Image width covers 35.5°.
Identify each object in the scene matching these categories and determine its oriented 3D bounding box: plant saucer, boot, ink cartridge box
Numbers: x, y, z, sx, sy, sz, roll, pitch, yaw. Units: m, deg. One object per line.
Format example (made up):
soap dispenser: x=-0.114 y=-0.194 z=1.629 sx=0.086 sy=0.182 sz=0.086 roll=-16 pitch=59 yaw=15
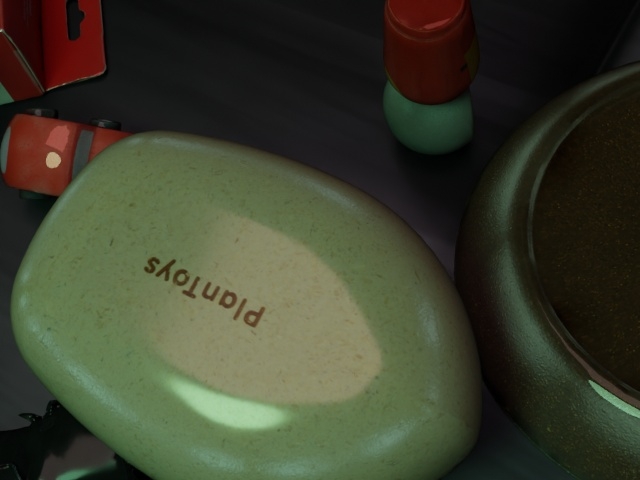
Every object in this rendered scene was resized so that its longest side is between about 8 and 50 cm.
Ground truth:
plant saucer: x=0.231 y=0.005 z=0.565 sx=0.311 sy=0.050 sz=0.310 roll=-4 pitch=61 yaw=8
boot: x=-0.148 y=0.145 z=0.566 sx=0.099 sy=0.045 sz=0.121 roll=-18 pitch=61 yaw=-6
ink cartridge box: x=-0.285 y=-0.165 z=0.742 sx=0.231 sy=0.078 sz=0.134 roll=-13 pitch=60 yaw=3

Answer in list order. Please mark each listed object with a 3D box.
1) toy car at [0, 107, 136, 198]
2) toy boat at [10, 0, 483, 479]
toy car: x=-0.264 y=-0.048 z=0.652 sx=0.239 sy=0.053 sz=0.225 roll=42 pitch=92 yaw=-3
toy boat: x=0.000 y=0.000 z=0.569 sx=0.267 sy=0.148 sz=0.318 roll=30 pitch=76 yaw=18
